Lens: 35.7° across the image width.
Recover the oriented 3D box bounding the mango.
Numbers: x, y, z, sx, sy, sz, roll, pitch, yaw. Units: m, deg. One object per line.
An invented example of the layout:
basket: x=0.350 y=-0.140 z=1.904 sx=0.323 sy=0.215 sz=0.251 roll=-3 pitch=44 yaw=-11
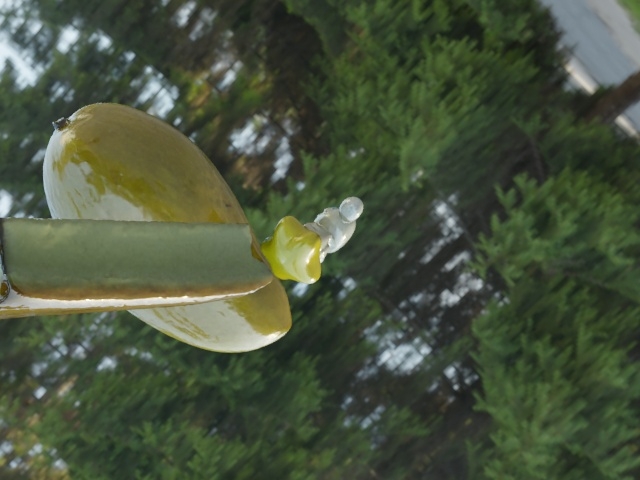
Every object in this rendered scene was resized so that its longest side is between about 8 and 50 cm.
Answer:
mango: x=-0.180 y=-0.004 z=1.103 sx=0.331 sy=0.195 sz=0.142 roll=60 pitch=-152 yaw=-19

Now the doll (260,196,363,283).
doll: x=0.003 y=-0.003 z=1.064 sx=0.071 sy=0.135 sz=0.113 roll=55 pitch=-145 yaw=10

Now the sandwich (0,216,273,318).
sandwich: x=-0.177 y=0.025 z=0.680 sx=0.212 sy=0.245 sz=0.063 roll=1 pitch=-94 yaw=-43
